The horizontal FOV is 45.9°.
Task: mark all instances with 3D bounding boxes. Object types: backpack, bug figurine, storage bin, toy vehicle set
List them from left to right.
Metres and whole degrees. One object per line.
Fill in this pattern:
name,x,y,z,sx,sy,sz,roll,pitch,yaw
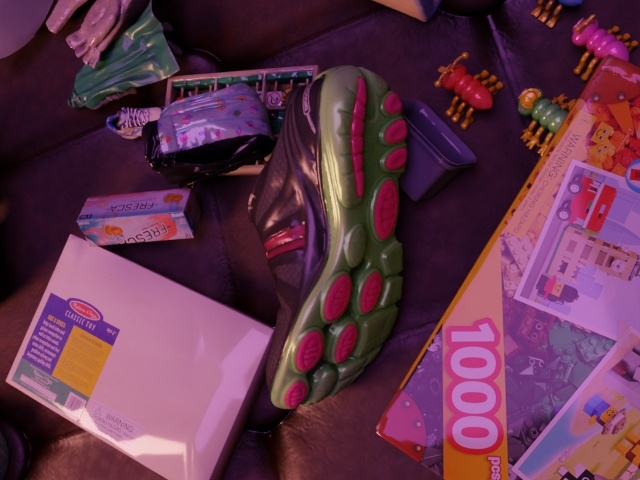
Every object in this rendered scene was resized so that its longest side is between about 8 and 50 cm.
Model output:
backpack,-0.163,-0.156,1.128,0.182,0.152,0.115,-17,85,3
toy vehicle set,-0.129,-0.189,1.216,0.267,0.035,0.165,0,80,19
storage bin,0.143,-0.126,1.089,0.135,0.098,0.091,51,126,19
bug figurine,0.306,-0.260,1.060,0.216,0.072,0.279,41,94,21

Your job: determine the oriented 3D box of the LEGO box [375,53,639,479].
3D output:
LEGO box,0.357,0.105,0.885,0.373,0.193,0.500,31,91,13

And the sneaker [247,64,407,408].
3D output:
sneaker,0.000,0.000,1.075,0.202,0.185,0.482,12,94,50

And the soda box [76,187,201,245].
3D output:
soda box,-0.288,-0.037,1.208,0.183,0.058,0.063,-5,42,12

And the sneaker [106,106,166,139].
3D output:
sneaker,-0.304,-0.195,1.244,0.135,0.058,0.052,-6,76,41

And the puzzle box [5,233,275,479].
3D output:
puzzle box,-0.286,0.184,1.193,0.409,0.052,0.272,23,89,22

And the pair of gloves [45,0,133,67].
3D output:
pair of gloves,-0.388,-0.424,1.318,0.204,0.042,0.240,-53,48,9

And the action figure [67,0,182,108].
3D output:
action figure,-0.347,-0.291,1.297,0.232,0.063,0.137,-26,74,20

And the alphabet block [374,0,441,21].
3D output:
alphabet block,0.104,-0.471,1.107,0.197,0.192,0.193,30,89,20

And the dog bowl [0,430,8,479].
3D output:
dog bowl,-0.645,0.331,1.279,0.297,0.074,0.166,38,94,22

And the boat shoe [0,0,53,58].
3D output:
boat shoe,-0.545,-0.462,1.362,0.105,0.113,0.306,33,91,45
